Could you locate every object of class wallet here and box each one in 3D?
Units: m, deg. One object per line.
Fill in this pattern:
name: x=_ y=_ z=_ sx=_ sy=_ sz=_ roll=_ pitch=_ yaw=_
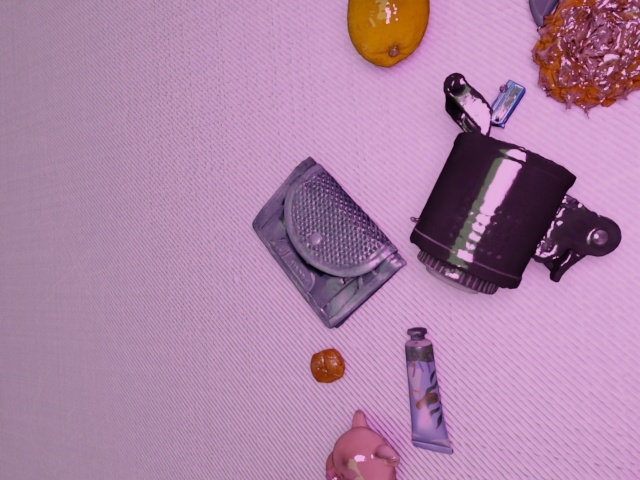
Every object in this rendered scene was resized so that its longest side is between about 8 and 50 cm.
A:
wallet: x=0.000 y=0.000 z=0.945 sx=0.237 sy=0.075 sz=0.342 roll=-45 pitch=70 yaw=17

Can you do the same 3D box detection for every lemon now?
lemon: x=0.134 y=-0.456 z=0.822 sx=0.169 sy=0.170 sz=0.208 roll=-3 pitch=83 yaw=28

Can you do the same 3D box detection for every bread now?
bread: x=0.018 y=0.286 z=0.948 sx=0.083 sy=0.046 sz=0.081 roll=7 pitch=96 yaw=26

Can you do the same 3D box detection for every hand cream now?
hand cream: x=0.215 y=0.306 z=0.847 sx=0.088 sy=0.055 sz=0.256 roll=-6 pitch=94 yaw=32

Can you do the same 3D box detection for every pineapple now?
pineapple: x=0.456 y=-0.319 z=0.673 sx=0.224 sy=0.076 sz=0.225 roll=9 pitch=113 yaw=22

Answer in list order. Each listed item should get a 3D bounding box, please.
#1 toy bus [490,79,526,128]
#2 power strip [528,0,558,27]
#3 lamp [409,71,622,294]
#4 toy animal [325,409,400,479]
toy bus: x=0.345 y=-0.254 z=0.780 sx=0.046 sy=0.038 sz=0.083 roll=35 pitch=106 yaw=20
power strip: x=0.483 y=-0.478 z=0.699 sx=0.253 sy=0.054 sz=0.168 roll=-16 pitch=83 yaw=28
lamp: x=0.275 y=-0.050 z=0.720 sx=0.374 sy=0.205 sz=0.272 roll=45 pitch=105 yaw=9
toy animal: x=0.085 y=0.507 z=0.852 sx=0.166 sy=0.153 sz=0.251 roll=16 pitch=104 yaw=49
